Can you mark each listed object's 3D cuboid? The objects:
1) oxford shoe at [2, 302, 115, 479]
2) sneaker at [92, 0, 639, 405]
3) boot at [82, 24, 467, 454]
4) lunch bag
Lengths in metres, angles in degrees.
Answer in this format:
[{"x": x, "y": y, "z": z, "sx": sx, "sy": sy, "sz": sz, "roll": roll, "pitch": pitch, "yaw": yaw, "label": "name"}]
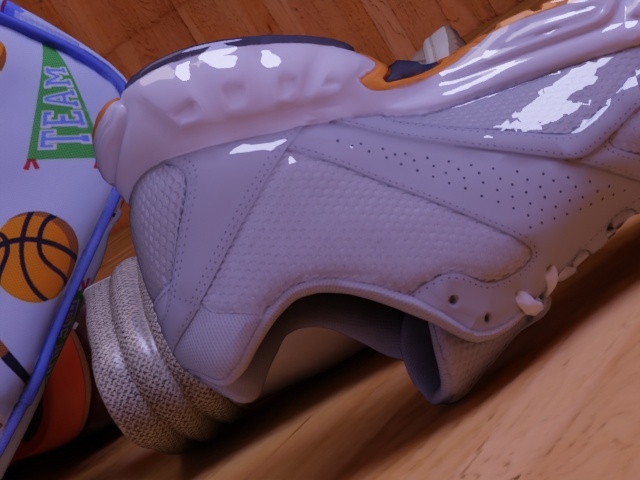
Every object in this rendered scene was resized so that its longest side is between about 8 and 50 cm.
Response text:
[{"x": -0.166, "y": 0.088, "z": 1.035, "sx": 0.098, "sy": 0.097, "sz": 0.271, "roll": -12, "pitch": -2, "yaw": -33, "label": "oxford shoe"}, {"x": 0.062, "y": -0.008, "z": 0.621, "sx": 0.262, "sy": 0.121, "sz": 0.099, "roll": -10, "pitch": -19, "yaw": -10, "label": "sneaker"}, {"x": 0.000, "y": 0.000, "z": 0.825, "sx": 0.203, "sy": 0.095, "sz": 0.262, "roll": -32, "pitch": 10, "yaw": 8, "label": "boot"}, {"x": -0.229, "y": 0.006, "z": 0.812, "sx": 0.303, "sy": 0.243, "sz": 0.115, "roll": -66, "pitch": 12, "yaw": -9, "label": "lunch bag"}]
